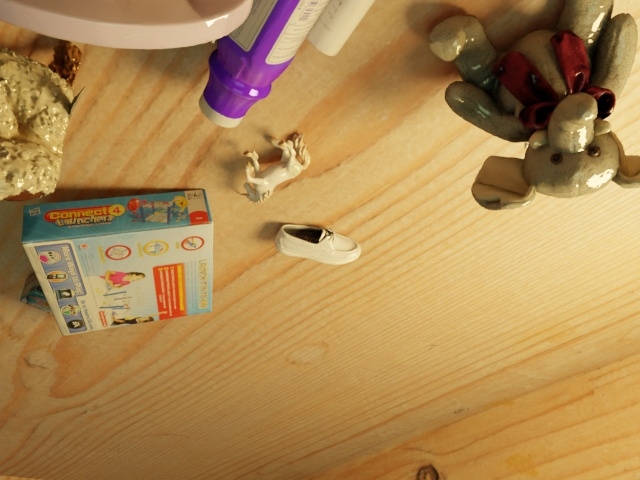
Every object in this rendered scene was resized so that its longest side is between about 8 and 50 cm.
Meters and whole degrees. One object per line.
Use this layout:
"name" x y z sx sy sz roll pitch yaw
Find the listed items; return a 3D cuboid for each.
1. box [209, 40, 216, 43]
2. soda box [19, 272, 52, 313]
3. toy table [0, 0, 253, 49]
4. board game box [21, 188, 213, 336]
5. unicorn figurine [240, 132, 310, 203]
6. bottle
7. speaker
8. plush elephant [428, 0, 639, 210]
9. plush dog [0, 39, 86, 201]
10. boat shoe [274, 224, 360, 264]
"box" -0.185 -0.338 0.537 0.206 0.108 0.153 13 138 -25
"soda box" -0.552 0.132 1.107 0.058 0.063 0.183 -29 137 23
"toy table" -0.171 -0.265 0.368 0.274 0.253 0.161 -5 159 -22
"board game box" -0.365 0.049 0.969 0.301 0.086 0.308 -7 143 -19
"unicorn figurine" -0.089 -0.117 0.870 0.161 0.060 0.111 -16 141 11
"bottle" -0.070 -0.266 0.639 0.092 0.118 0.283 41 130 -4
"speaker" 0.036 -0.309 0.652 0.055 0.055 0.136 18 135 -29
"plush elephant" 0.329 -0.175 0.706 0.271 0.256 0.330 -17 141 13
"plush dog" -0.443 -0.189 0.626 0.225 0.262 0.211 15 104 -40
"boat shoe" 0.000 0.000 1.039 0.184 0.066 0.063 12 140 -9
